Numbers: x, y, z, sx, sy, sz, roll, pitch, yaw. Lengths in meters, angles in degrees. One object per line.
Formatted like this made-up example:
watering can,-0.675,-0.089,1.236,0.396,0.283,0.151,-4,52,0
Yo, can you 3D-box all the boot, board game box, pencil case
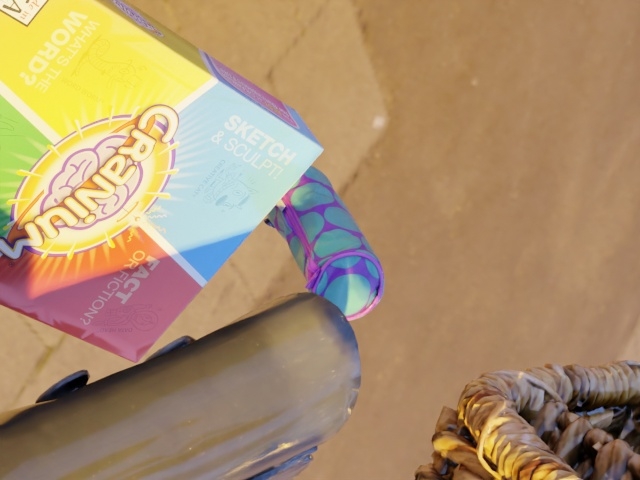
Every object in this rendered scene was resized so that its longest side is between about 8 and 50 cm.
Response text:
boot,-0.152,0.135,0.806,0.445,0.146,0.367,-15,168,-33
board game box,-0.186,-0.062,1.028,0.316,0.064,0.242,29,108,-41
pencil case,0.000,0.000,1.135,0.070,0.151,0.064,20,112,-30

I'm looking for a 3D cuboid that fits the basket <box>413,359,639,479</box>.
basket,0.171,0.131,0.475,0.223,0.299,0.213,-53,129,-9
